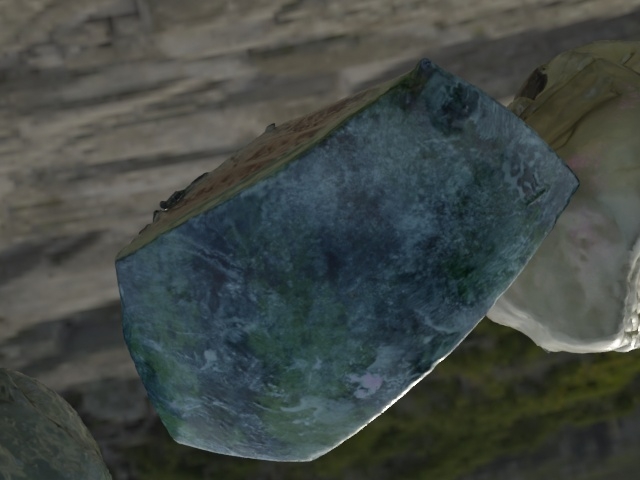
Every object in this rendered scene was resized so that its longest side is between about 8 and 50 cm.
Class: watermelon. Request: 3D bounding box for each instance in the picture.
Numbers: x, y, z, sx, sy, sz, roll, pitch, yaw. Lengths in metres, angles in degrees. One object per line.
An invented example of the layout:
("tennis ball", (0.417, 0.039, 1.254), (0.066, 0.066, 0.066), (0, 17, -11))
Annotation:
("watermelon", (0.000, 0.000, 1.309), (0.387, 0.228, 0.258), (-39, -162, 14))

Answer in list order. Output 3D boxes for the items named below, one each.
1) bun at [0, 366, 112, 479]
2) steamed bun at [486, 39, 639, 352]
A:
("bun", (-0.360, 0.219, 1.430), (0.362, 0.211, 0.362), (-5, -155, 2))
("steamed bun", (0.222, -0.038, 1.430), (0.206, 0.275, 0.320), (18, 168, 20))
